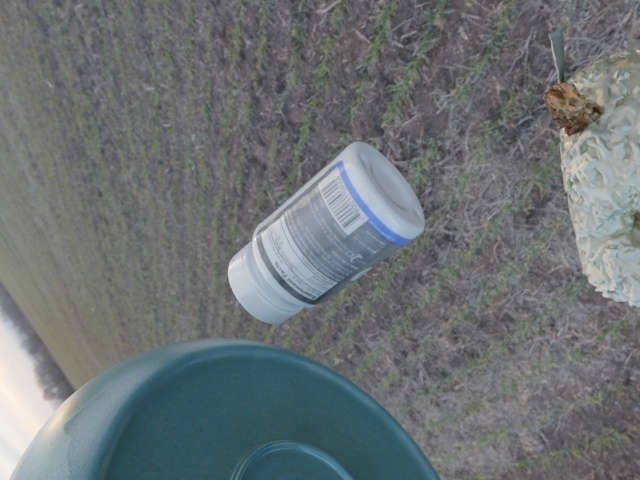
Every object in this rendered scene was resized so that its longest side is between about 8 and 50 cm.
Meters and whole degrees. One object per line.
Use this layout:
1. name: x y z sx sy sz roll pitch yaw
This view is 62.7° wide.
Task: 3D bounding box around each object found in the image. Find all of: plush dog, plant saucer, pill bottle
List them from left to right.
1. plant saucer: -0.015 0.175 0.313 0.317 0.317 0.044 44 118 15
2. pill bottle: 0.000 0.000 0.382 0.137 0.078 0.078 -38 89 27
3. plush dog: 0.316 -0.092 0.416 0.225 0.263 0.210 -6 158 33
